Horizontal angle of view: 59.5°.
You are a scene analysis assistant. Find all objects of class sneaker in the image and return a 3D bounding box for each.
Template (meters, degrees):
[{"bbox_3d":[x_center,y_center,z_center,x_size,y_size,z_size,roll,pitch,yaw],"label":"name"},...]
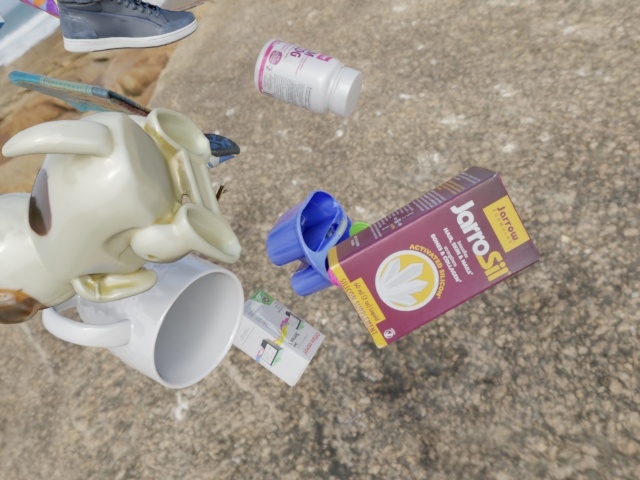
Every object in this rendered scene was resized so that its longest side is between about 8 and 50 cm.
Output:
[{"bbox_3d":[-0.322,-0.405,0.921,0.226,0.163,0.086,-12,39,-16],"label":"sneaker"},{"bbox_3d":[-0.281,-0.184,1.260,0.211,0.081,0.080,-15,47,-29],"label":"sneaker"}]

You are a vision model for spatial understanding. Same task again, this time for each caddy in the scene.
[{"bbox_3d":[0.000,0.000,1.598,0.179,0.241,0.341,-29,17,28],"label":"caddy"}]

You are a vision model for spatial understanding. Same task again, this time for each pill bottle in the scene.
[{"bbox_3d":[-0.032,-0.461,1.614,0.283,0.160,0.160,22,59,12],"label":"pill bottle"}]

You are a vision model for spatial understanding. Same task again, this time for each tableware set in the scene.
[{"bbox_3d":[-0.317,-0.092,1.665,0.194,0.039,0.128,-62,13,16],"label":"tableware set"}]

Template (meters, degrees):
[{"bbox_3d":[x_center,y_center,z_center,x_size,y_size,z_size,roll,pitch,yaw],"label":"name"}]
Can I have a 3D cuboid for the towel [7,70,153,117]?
[{"bbox_3d":[-0.620,-0.379,1.527,0.370,0.271,0.040,17,91,24],"label":"towel"}]

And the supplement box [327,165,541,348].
[{"bbox_3d":[0.113,0.015,0.588,0.188,0.104,0.081,-30,11,6],"label":"supplement box"}]

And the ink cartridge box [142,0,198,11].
[{"bbox_3d":[-0.320,-0.770,1.479,0.395,0.166,0.285,-20,19,43],"label":"ink cartridge box"}]

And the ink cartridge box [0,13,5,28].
[{"bbox_3d":[-0.866,-0.487,1.328,0.231,0.078,0.134,-22,8,40],"label":"ink cartridge box"}]

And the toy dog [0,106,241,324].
[{"bbox_3d":[-0.395,-0.014,0.915,0.408,0.395,0.284,-26,79,17],"label":"toy dog"}]

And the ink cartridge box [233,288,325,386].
[{"bbox_3d":[-0.144,0.309,1.807,0.117,0.278,0.201,-57,-5,21],"label":"ink cartridge box"}]

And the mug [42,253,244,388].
[{"bbox_3d":[-0.411,0.145,1.228,0.328,0.276,0.374,20,17,28],"label":"mug"}]

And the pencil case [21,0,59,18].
[{"bbox_3d":[-0.652,-0.597,1.357,0.236,0.104,0.104,31,66,11],"label":"pencil case"}]

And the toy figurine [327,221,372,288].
[{"bbox_3d":[0.090,0.068,1.413,0.130,0.173,0.159,1,37,50],"label":"toy figurine"}]
